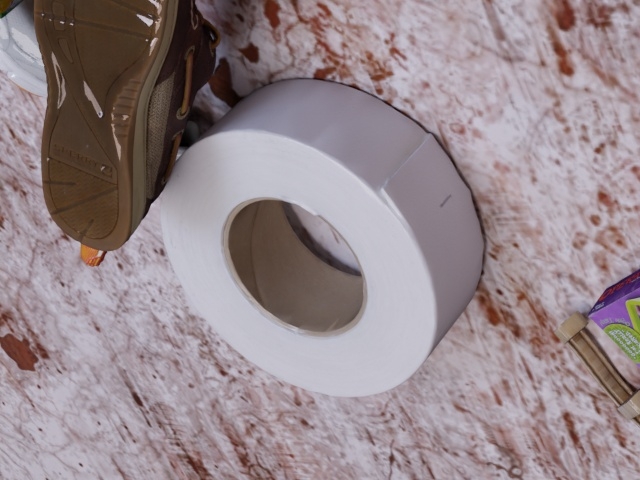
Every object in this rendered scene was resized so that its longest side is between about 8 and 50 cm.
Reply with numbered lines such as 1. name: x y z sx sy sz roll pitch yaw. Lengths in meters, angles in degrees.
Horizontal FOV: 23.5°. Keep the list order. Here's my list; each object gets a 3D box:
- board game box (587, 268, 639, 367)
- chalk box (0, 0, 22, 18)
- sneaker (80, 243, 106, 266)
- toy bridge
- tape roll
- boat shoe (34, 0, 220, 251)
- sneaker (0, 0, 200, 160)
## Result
1. board game box: 0.403 0.132 1.232 0.347 0.056 0.208 45 137 -5
2. chalk box: -0.266 -0.280 1.289 0.132 0.132 0.213 46 174 -7
3. sneaker: -0.211 -0.055 1.416 0.067 0.064 0.175 10 122 4
4. toy bridge: 0.276 0.141 1.334 0.188 0.026 0.063 46 172 10
5. tape roll: 0.000 0.000 1.377 0.286 0.100 0.286 20 132 23
6. boat shoe: -0.149 -0.155 1.255 0.123 0.123 0.342 24 127 21
7. sneaker: -0.206 -0.163 1.424 0.121 0.099 0.262 -20 120 39
